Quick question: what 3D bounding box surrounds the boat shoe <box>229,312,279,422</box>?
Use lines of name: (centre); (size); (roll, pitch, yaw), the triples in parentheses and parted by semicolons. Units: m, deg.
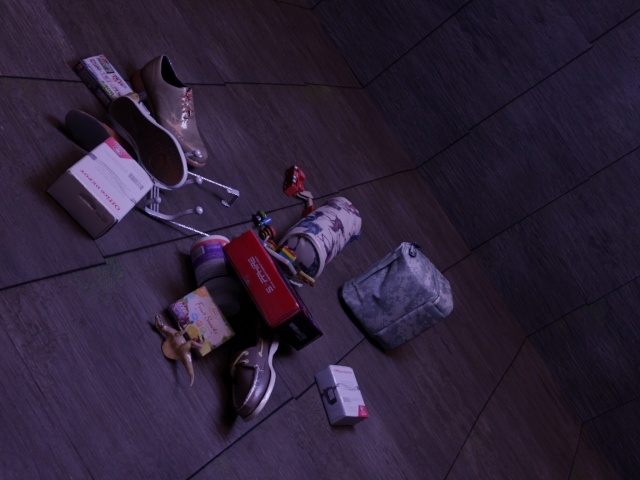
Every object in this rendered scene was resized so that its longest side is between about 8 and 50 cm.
boat shoe: (-0.170, 0.295, 1.756); (0.097, 0.116, 0.324); (44, 24, -20)

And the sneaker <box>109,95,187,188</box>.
sneaker: (-0.414, -0.241, 1.864); (0.290, 0.106, 0.123); (54, 1, 17)

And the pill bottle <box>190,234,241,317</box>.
pill bottle: (-0.259, 0.093, 1.845); (0.108, 0.108, 0.194); (22, 41, -48)

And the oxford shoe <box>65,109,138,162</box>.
oxford shoe: (-0.550, -0.260, 1.829); (0.212, 0.076, 0.076); (42, 14, -43)

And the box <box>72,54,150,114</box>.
box: (-0.565, -0.406, 1.997); (0.207, 0.036, 0.114); (52, 27, -7)

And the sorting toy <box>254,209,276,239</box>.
sorting toy: (-0.175, -0.045, 2.221); (0.042, 0.061, 0.102); (-27, 73, -29)

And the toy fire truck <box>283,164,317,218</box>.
toy fire truck: (-0.065, -0.165, 2.536); (0.135, 0.047, 0.192); (42, 28, -25)

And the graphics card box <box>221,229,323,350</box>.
graphics card box: (-0.113, 0.137, 1.861); (0.233, 0.094, 0.371); (56, -3, 21)

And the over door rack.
over door rack: (-0.325, -0.117, 1.983); (0.324, 0.108, 0.240); (33, 35, -38)

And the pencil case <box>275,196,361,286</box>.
pencil case: (0.000, 0.000, 2.317); (0.410, 0.159, 0.184); (-41, 133, -62)

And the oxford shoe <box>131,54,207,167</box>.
oxford shoe: (-0.412, -0.372, 2.105); (0.348, 0.130, 0.123); (57, 26, 5)

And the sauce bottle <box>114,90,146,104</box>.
sauce bottle: (-0.508, -0.375, 1.967); (0.042, 0.042, 0.128); (50, 26, -11)

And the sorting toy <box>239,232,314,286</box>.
sorting toy: (-0.115, 0.036, 2.018); (0.274, 0.046, 0.132); (32, -10, 16)

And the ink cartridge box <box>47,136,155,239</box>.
ink cartridge box: (-0.504, -0.124, 1.710); (0.158, 0.092, 0.218); (48, 25, -14)

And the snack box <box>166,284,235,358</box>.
snack box: (-0.280, 0.191, 1.727); (0.100, 0.037, 0.141); (-32, 87, -31)

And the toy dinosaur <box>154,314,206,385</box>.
toy dinosaur: (-0.305, 0.240, 1.647); (0.092, 0.053, 0.183); (-27, 69, -24)

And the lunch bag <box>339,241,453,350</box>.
lunch bag: (0.246, 0.168, 2.379); (0.256, 0.305, 0.213); (43, 28, -26)

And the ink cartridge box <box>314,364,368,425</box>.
ink cartridge box: (0.058, 0.429, 2.033); (0.109, 0.063, 0.150); (19, 43, -50)
